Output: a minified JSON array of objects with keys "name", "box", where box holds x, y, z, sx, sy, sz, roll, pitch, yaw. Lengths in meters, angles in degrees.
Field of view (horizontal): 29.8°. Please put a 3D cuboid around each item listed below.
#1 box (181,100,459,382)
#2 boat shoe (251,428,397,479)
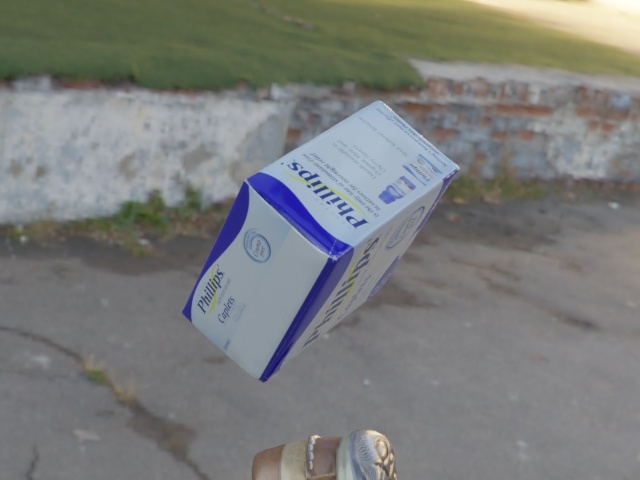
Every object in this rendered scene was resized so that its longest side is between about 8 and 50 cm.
[{"name":"box","box":[0.000,0.000,0.734,0.072,0.126,0.137,42,45,13]},{"name":"boat shoe","box":[0.002,0.302,0.930,0.117,0.324,0.123,-1,5,10]}]
